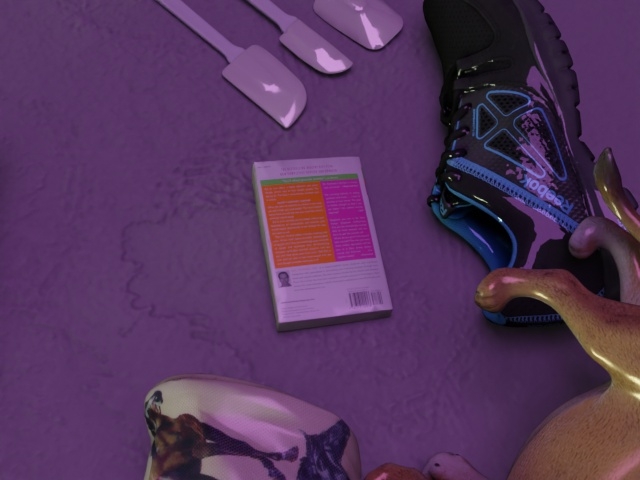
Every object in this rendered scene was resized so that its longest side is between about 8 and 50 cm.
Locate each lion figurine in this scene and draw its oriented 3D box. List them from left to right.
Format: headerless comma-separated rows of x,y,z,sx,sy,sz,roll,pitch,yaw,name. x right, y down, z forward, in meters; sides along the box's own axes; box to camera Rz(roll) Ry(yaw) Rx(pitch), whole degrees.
0.187,0.153,0.726,0.240,0.142,0.392,33,103,37,lion figurine

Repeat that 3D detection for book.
0.000,0.000,0.905,0.096,0.035,0.144,-6,66,-9,book

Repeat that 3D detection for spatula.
-0.059,-0.230,1.017,0.242,0.019,0.168,42,75,16,spatula

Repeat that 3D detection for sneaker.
0.148,-0.088,0.902,0.140,0.125,0.340,-18,67,-9,sneaker

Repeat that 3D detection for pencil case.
-0.078,0.291,0.695,0.184,0.160,0.410,-3,62,25,pencil case
